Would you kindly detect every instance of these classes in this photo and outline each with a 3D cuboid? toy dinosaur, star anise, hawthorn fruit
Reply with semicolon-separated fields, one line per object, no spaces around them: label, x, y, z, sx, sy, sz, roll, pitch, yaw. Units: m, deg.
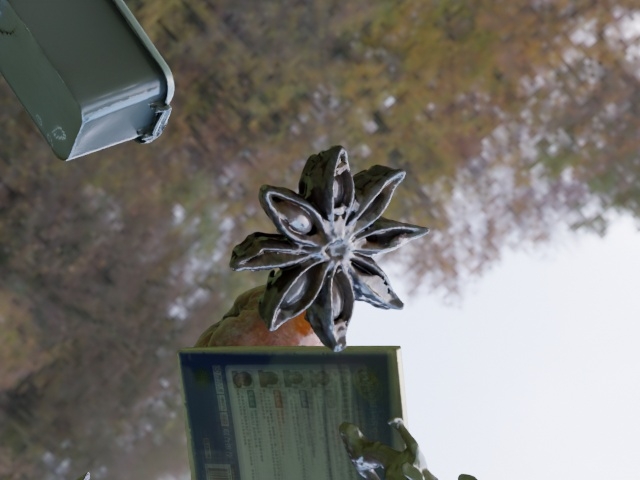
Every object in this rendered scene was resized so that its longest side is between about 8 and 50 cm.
toy dinosaur;0.127;0.301;1.613;0.077;0.294;0.162;-27;156;-16
star anise;-0.001;0.000;1.655;0.109;0.236;0.223;28;-82;54
hawthorn fruit;-0.078;0.195;2.177;0.235;0.263;0.231;-19;152;-26

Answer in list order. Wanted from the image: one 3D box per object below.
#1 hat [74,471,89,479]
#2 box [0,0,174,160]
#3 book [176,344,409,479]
hat;-0.378;0.372;2.128;0.087;0.042;0.058;-55;172;-19
box;-0.310;-0.224;1.827;0.135;0.243;0.163;-26;165;-32
book;-0.034;0.245;1.826;0.323;0.228;0.018;-2;-173;28
